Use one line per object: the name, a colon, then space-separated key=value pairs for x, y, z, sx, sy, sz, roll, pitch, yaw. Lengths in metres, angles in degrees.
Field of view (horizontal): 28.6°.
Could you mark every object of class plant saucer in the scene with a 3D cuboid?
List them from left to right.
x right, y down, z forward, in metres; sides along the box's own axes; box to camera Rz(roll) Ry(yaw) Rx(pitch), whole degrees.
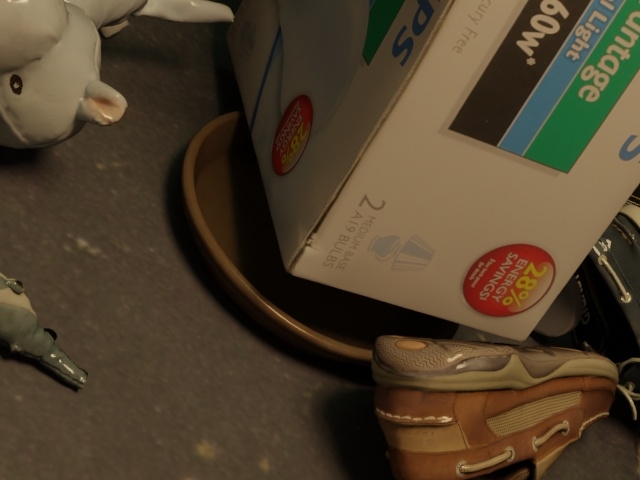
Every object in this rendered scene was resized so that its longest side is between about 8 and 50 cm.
plant saucer: x=0.000 y=0.000 z=1.075 sx=0.278 sy=0.041 sz=0.278 roll=23 pitch=39 yaw=-20

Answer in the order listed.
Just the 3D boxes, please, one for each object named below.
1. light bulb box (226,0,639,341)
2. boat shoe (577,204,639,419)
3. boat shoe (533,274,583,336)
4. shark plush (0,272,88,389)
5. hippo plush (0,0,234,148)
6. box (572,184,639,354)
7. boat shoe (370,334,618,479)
light bulb box: x=0.112 y=-0.181 z=1.014 sx=0.225 sy=0.358 sz=0.361 roll=17 pitch=31 yaw=-24
boat shoe: x=0.285 y=0.096 z=1.132 sx=0.079 sy=0.254 sz=0.095 roll=-23 pitch=21 yaw=-14
boat shoe: x=0.188 y=-0.005 z=1.225 sx=0.076 sy=0.080 sz=0.228 roll=-8 pitch=49 yaw=-44
shark plush: x=-0.229 y=0.056 z=0.824 sx=0.161 sy=0.073 sz=0.067 roll=42 pitch=50 yaw=-33
hippo plush: x=-0.244 y=-0.182 z=0.963 sx=0.294 sy=0.234 sz=0.236 roll=63 pitch=32 yaw=-50
box: x=0.393 y=0.046 z=1.348 sx=0.322 sy=0.079 sz=0.257 roll=21 pitch=37 yaw=-24
boat shoe: x=0.140 y=0.140 z=1.000 sx=0.324 sy=0.123 sz=0.116 roll=9 pitch=84 yaw=-51
